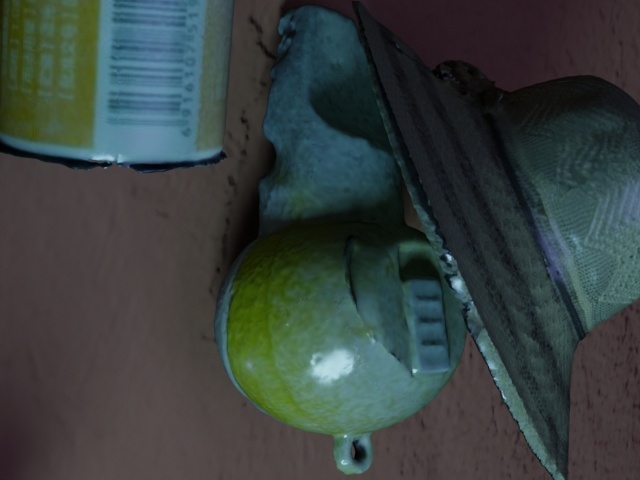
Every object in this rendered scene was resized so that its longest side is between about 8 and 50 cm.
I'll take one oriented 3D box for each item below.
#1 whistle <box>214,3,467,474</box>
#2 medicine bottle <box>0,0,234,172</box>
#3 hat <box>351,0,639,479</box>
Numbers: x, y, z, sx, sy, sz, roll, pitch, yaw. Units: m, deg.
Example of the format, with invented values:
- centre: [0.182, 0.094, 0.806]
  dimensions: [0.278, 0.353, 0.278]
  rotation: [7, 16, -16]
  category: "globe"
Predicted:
- centre: [0.000, 0.000, 0.660]
  dimensions: [0.123, 0.123, 0.223]
  rotation: [3, 77, -48]
  category: "whistle"
- centre: [-0.068, -0.242, 0.506]
  dimensions: [0.108, 0.108, 0.426]
  rotation: [-6, 106, -47]
  category: "medicine bottle"
- centre: [0.111, -0.018, 0.645]
  dimensions: [0.110, 0.252, 0.252]
  rotation: [-23, 128, 8]
  category: "hat"
